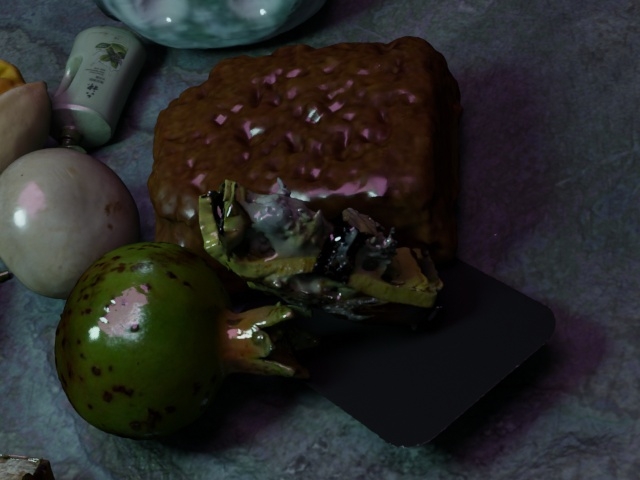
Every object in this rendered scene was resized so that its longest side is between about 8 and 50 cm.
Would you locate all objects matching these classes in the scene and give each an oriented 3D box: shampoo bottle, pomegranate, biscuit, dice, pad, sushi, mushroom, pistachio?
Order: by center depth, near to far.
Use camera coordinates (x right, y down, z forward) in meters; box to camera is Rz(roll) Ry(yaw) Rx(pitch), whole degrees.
[{"bbox_3d":[-0.003,0.006,1.495,0.291,0.131,0.139,15,28,-17],"label":"sushi"},{"bbox_3d":[-0.169,0.127,1.518,0.286,0.231,0.231,18,57,28],"label":"pomegranate"},{"bbox_3d":[0.111,0.095,1.582,0.315,0.063,0.375,-38,38,-17],"label":"pad"},{"bbox_3d":[-0.019,-0.106,1.697,0.395,0.166,0.342,-9,46,15],"label":"biscuit"},{"bbox_3d":[-0.347,-0.014,1.752,0.204,0.204,0.204,-10,47,11],"label":"mushroom"},{"bbox_3d":[-0.515,-0.124,1.867,0.230,0.230,0.308,21,74,34],"label":"pistachio"},{"bbox_3d":[-0.343,-0.211,1.974,0.118,0.087,0.234,3,50,15],"label":"shampoo bottle"},{"bbox_3d":[-0.168,-0.504,1.990,0.348,0.328,0.330,-4,42,10],"label":"dice"}]

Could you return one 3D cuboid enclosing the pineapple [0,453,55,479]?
[{"bbox_3d":[-0.379,0.307,1.482,0.186,0.114,0.236,-26,30,-35],"label":"pineapple"}]

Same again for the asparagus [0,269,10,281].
[{"bbox_3d":[-0.501,0.073,1.821,0.163,0.016,0.016,-21,59,0],"label":"asparagus"}]
